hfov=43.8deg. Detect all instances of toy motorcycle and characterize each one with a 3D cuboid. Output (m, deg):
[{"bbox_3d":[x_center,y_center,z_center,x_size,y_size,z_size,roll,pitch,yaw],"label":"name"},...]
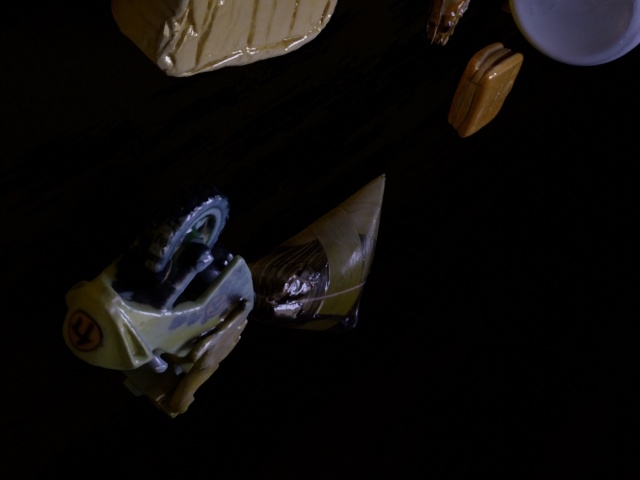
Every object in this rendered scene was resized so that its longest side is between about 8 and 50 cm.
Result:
[{"bbox_3d":[-0.185,0.087,1.003,0.237,0.169,0.410,-43,161,-15],"label":"toy motorcycle"}]

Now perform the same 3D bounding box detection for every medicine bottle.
[{"bbox_3d":[0.478,-0.456,1.322,0.306,0.245,0.245,-44,163,-36],"label":"medicine bottle"}]

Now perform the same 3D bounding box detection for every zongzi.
[{"bbox_3d":[0.000,0.000,1.360,0.289,0.154,0.317,22,89,-67],"label":"zongzi"}]

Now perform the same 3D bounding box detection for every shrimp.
[{"bbox_3d":[0.204,-0.393,1.109,0.150,0.068,0.249,-26,146,-57],"label":"shrimp"}]

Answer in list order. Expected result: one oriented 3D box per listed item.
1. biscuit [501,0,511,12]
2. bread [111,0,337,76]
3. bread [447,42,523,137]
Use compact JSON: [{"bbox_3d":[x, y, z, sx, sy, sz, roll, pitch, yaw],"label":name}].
[{"bbox_3d":[0.356,-0.443,1.435,0.082,0.016,0.092,-58,162,10],"label":"biscuit"},{"bbox_3d":[-0.077,-0.232,0.704,0.236,0.106,0.140,-29,155,-46],"label":"bread"},{"bbox_3d":[0.315,-0.292,1.548,0.116,0.077,0.200,-42,163,-25],"label":"bread"}]
